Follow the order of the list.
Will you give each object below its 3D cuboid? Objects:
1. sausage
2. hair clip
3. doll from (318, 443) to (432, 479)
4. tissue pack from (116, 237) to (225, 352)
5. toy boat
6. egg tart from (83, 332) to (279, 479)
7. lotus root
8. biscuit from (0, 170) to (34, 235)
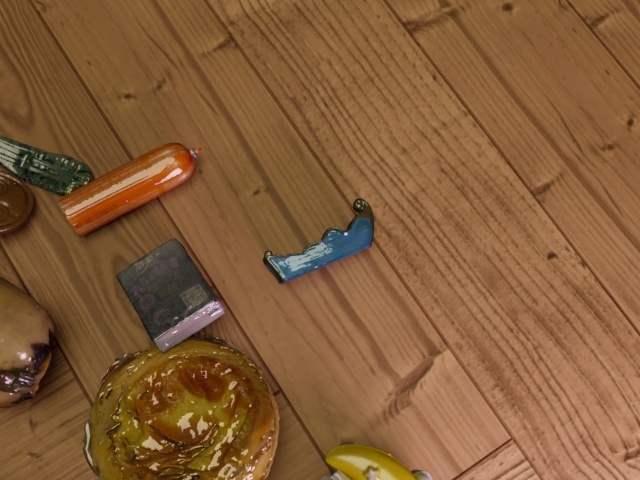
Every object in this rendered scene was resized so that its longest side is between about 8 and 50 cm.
[{"bbox_3d":[-0.291,-0.090,1.375,0.234,0.071,0.071,-29,77,-5],"label":"sausage"},{"bbox_3d":[-0.474,-0.130,1.410,0.229,0.036,0.066,23,81,1],"label":"hair clip"},{"bbox_3d":[0.051,0.402,1.220,0.252,0.111,0.237,-30,92,-6],"label":"doll"},{"bbox_3d":[-0.226,0.079,1.312,0.112,0.051,0.156,-33,52,-8],"label":"tissue pack"},{"bbox_3d":[0.000,0.000,1.337,0.185,0.075,0.077,-22,84,-6],"label":"toy boat"},{"bbox_3d":[-0.197,0.276,1.259,0.297,0.132,0.297,-3,61,6],"label":"egg tart"},{"bbox_3d":[-0.529,0.118,1.261,0.310,0.183,0.183,33,79,-9],"label":"lotus root"},{"bbox_3d":[-0.536,-0.061,1.360,0.175,0.026,0.124,0,55,-24],"label":"biscuit"}]
